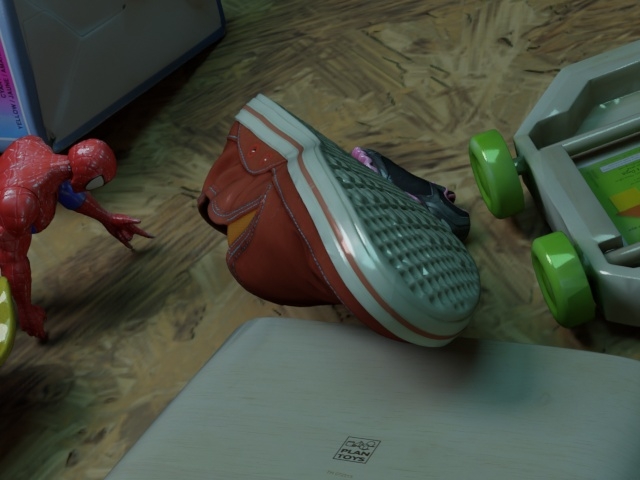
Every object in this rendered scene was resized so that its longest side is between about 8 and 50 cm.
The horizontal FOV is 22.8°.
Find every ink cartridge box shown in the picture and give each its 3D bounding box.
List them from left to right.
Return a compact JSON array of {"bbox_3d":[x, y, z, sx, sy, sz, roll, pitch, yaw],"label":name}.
[{"bbox_3d":[-0.316,-0.188,1.279,0.395,0.151,0.270,6,28,27],"label":"ink cartridge box"}]

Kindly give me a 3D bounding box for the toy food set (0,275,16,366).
[{"bbox_3d":[-0.272,0.070,0.920,0.128,0.071,0.218,9,43,32],"label":"toy food set"}]

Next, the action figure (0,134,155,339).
[{"bbox_3d":[-0.227,0.025,1.071,0.280,0.139,0.091,-30,34,24],"label":"action figure"}]

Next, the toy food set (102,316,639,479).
[{"bbox_3d":[0.026,0.143,0.810,0.306,0.092,0.220,5,31,27],"label":"toy food set"}]

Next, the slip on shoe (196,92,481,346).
[{"bbox_3d":[0.000,0.000,0.927,0.101,0.123,0.331,-55,23,4],"label":"slip on shoe"}]

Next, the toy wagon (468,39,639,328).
[{"bbox_3d":[0.249,-0.025,0.929,0.267,0.068,0.344,-20,37,-1],"label":"toy wagon"}]

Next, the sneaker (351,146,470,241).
[{"bbox_3d":[0.058,-0.027,1.045,0.057,0.047,0.119,-8,32,-24],"label":"sneaker"}]
